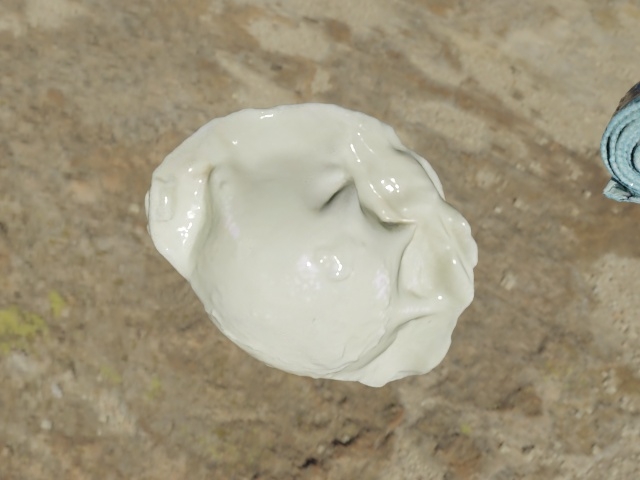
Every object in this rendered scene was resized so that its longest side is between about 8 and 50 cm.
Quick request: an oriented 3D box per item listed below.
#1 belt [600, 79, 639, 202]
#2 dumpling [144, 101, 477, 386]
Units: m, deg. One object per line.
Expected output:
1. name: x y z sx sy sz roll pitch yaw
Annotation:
1. belt: 0.361 -0.107 1.079 0.163 0.147 0.082 9 40 31
2. dumpling: 0.000 0.000 0.796 0.258 0.193 0.147 28 14 -11
